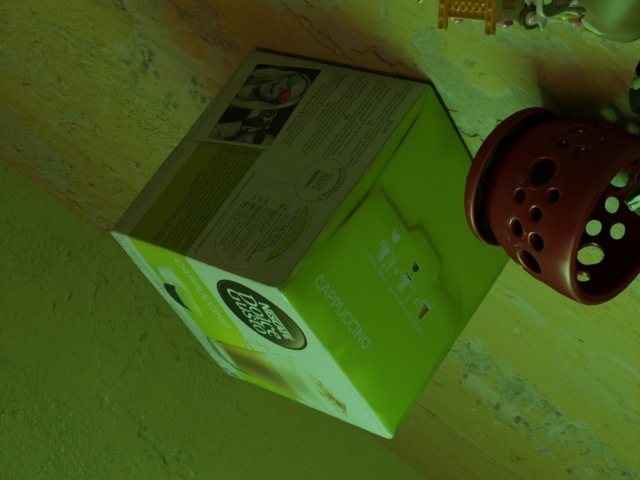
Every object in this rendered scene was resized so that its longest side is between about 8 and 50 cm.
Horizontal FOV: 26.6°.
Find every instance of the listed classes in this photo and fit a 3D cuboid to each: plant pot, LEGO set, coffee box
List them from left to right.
[{"bbox_3d":[0.000,0.000,1.812,0.334,0.338,0.338,17,152,42],"label":"coffee box"},{"bbox_3d":[0.159,-0.263,1.245,0.287,0.107,0.132,-124,39,-48],"label":"LEGO set"},{"bbox_3d":[0.271,-0.046,1.503,0.174,0.191,0.191,30,160,39],"label":"plant pot"}]

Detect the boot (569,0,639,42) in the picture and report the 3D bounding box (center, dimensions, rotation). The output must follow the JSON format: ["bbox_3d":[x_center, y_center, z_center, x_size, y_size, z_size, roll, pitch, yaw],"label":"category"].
[{"bbox_3d":[0.231,-0.298,1.162,0.236,0.089,0.269,42,164,4],"label":"boot"}]

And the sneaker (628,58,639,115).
[{"bbox_3d":[0.340,-0.175,1.220,0.084,0.097,0.234,12,172,-12],"label":"sneaker"}]

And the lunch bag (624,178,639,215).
[{"bbox_3d":[0.463,-0.046,1.219,0.235,0.169,0.287,41,153,-7],"label":"lunch bag"}]
